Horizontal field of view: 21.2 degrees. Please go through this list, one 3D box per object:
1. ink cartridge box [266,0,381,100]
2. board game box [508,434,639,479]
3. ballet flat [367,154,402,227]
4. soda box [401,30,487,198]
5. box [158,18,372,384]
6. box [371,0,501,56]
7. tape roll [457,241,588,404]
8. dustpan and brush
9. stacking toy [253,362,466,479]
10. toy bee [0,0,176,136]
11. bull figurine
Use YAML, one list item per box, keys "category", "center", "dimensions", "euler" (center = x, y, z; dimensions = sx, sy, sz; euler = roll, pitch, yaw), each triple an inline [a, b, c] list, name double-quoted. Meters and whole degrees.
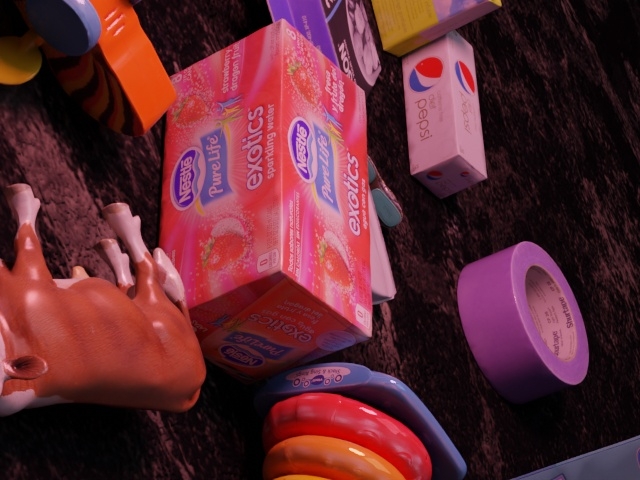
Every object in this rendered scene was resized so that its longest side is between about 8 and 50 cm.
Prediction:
- category: "ink cartridge box"
  center: [0.005, -0.237, 1.930]
  dimensions: [0.208, 0.045, 0.206]
  euler: [-65, 143, -55]
- category: "board game box"
  center: [0.230, 0.344, 1.627]
  dimensions: [0.079, 0.336, 0.254]
  euler: [3, 67, -59]
- category: "ballet flat"
  center: [0.053, -0.064, 1.956]
  dimensions: [0.114, 0.041, 0.041]
  euler: [56, 30, -19]
- category: "soda box"
  center: [0.154, -0.165, 2.157]
  dimensions: [0.069, 0.074, 0.216]
  euler: [36, 40, -43]
- category: "box"
  center: [-0.054, -0.037, 1.627]
  dimensions: [0.142, 0.154, 0.300]
  euler: [38, 40, -41]
- category: "box"
  center: [0.149, -0.317, 2.151]
  dimensions: [0.042, 0.178, 0.109]
  euler: [15, 56, -56]
- category: "tape roll"
  center: [0.252, 0.102, 2.119]
  dimensions: [0.189, 0.080, 0.189]
  euler: [38, 40, -41]
- category: "dustpan and brush"
  center: [0.000, 0.000, 1.802]
  dimensions: [0.211, 0.060, 0.147]
  euler: [4, 70, -66]
- category: "stacking toy"
  center: [-0.006, 0.271, 1.511]
  dimensions: [0.166, 0.175, 0.302]
  euler: [52, 45, -34]
- category: "toy bee"
  center: [-0.229, -0.236, 1.496]
  dimensions: [0.195, 0.162, 0.298]
  euler: [-30, 127, -47]
- category: "bull figurine"
  center: [-0.209, 0.059, 1.338]
  dimensions: [0.310, 0.101, 0.188]
  euler: [18, 53, -54]
